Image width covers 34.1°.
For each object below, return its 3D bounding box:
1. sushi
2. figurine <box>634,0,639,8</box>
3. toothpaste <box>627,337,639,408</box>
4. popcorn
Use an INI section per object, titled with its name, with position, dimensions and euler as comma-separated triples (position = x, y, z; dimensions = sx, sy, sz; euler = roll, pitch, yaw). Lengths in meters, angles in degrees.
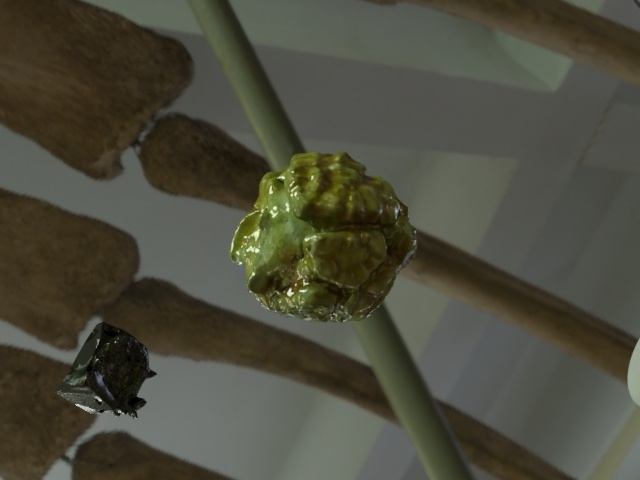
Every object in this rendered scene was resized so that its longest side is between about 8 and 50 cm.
[sushi]
position = -0.227, 0.146, 1.139
dimensions = 0.056, 0.083, 0.084
euler = -20, -47, 40
[figurine]
position = 0.429, -0.285, 0.883
dimensions = 0.154, 0.421, 0.193
euler = -41, -63, -20
[toothpaste]
position = 0.275, 0.107, 0.512
dimensions = 0.266, 0.061, 0.096
euler = 25, -42, -15
[popcorn]
position = -0.002, -0.003, 1.660
dimensions = 0.274, 0.335, 0.279
euler = -8, -71, -16
